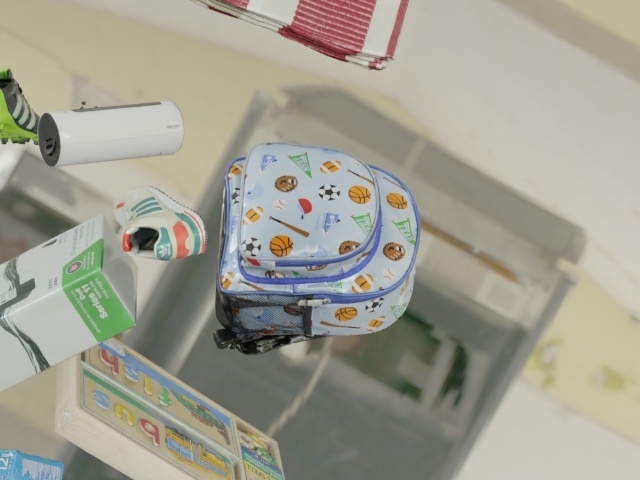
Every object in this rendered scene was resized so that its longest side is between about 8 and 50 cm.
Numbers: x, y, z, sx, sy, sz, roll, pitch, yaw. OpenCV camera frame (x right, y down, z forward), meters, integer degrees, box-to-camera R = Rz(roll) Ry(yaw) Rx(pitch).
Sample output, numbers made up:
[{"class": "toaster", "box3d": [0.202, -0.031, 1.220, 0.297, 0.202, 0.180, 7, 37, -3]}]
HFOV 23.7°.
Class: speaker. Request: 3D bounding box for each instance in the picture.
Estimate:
[{"class": "speaker", "box3d": [-0.205, -0.104, 1.487, 0.136, 0.055, 0.055, -9, 15, -32]}]

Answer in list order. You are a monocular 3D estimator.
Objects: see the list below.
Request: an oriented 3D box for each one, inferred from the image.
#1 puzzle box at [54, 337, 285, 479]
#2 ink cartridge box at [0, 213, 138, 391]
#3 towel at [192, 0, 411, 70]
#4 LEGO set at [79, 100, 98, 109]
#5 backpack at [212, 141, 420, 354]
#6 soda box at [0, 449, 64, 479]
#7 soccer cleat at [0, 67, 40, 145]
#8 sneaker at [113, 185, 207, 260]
[{"class": "puzzle box", "box3d": [-0.217, 0.293, 2.269, 0.409, 0.052, 0.272, 35, 17, -23]}, {"class": "ink cartridge box", "box3d": [-0.319, 0.076, 1.740, 0.087, 0.208, 0.153, 60, 7, -26]}, {"class": "towel", "box3d": [-0.052, -0.332, 1.660, 0.329, 0.237, 0.037, 20, -29, -7]}, {"class": "LEGO set", "box3d": [-0.269, -0.145, 1.902, 0.083, 0.054, 0.023, 42, -19, -18]}, {"class": "backpack", "box3d": [0.000, 0.000, 1.993, 0.263, 0.277, 0.213, 6, -29, -5]}, {"class": "soda box", "box3d": [-0.296, 0.299, 1.387, 0.071, 0.210, 0.067, -3, -19, 34]}, {"class": "soccer cleat", "box3d": [-0.326, -0.140, 1.593, 0.060, 0.072, 0.179, 2, -4, 10]}, {"class": "sneaker", "box3d": [-0.195, -0.017, 1.668, 0.075, 0.057, 0.161, -17, 28, -37]}]
